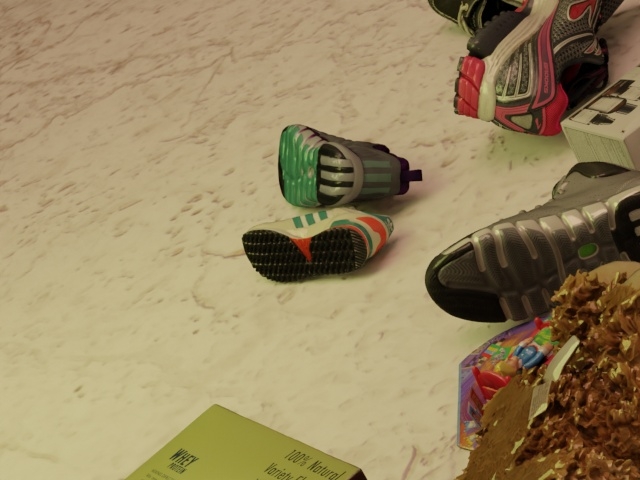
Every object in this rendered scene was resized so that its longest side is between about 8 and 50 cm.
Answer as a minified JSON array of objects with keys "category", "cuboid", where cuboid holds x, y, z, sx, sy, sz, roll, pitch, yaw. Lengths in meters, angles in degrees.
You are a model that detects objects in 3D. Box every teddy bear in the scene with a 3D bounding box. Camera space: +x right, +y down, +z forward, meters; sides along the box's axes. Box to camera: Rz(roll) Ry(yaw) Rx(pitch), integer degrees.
[{"category":"teddy bear","cuboid":[0.165,0.147,1.191,0.338,0.113,0.245,-62,14,-27]}]

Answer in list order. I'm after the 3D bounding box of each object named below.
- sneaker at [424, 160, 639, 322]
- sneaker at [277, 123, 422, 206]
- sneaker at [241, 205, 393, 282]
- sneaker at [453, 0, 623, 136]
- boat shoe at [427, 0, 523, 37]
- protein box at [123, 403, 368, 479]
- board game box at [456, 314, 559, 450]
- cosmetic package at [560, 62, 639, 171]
[{"category":"sneaker","cuboid":[0.194,-0.005,1.567,0.229,0.086,0.132,-17,22,0]},{"category":"sneaker","cuboid":[0.025,-0.069,1.868,0.098,0.083,0.224,1,11,-18]},{"category":"sneaker","cuboid":[0.000,0.000,1.773,0.161,0.057,0.075,-4,18,42]},{"category":"sneaker","cuboid":[0.247,-0.196,1.833,0.112,0.121,0.299,24,50,22]},{"category":"boat shoe","cuboid":[0.185,-0.258,2.018,0.070,0.077,0.219,-41,31,-27]},{"category":"protein box","cuboid":[-0.068,0.247,1.287,0.201,0.136,0.200,-40,28,-22]},{"category":"board game box","cuboid":[0.164,0.097,1.450,0.133,0.033,0.168,-20,28,17]},{"category":"cosmetic package","cuboid":[0.343,-0.145,1.682,0.239,0.060,0.099,-37,28,-17]}]
